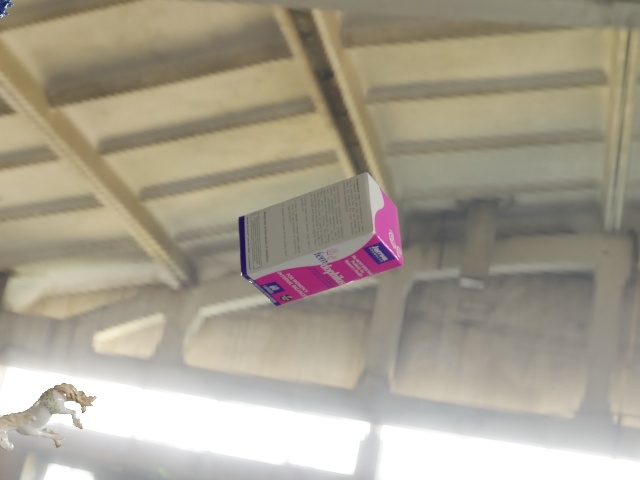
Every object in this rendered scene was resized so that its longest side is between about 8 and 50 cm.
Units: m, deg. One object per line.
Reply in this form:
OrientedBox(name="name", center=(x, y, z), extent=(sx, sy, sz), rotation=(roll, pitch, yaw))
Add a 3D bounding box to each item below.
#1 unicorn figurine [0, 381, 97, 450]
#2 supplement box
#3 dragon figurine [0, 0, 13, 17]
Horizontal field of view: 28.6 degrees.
OrientedBox(name="unicorn figurine", center=(-0.410, 0.263, 1.825), extent=(0.111, 0.162, 0.060), rotation=(38, 0, -42))
OrientedBox(name="supplement box", center=(0.000, 0.000, 1.873), extent=(0.220, 0.114, 0.111), rotation=(-20, -37, 20))
OrientedBox(name="dragon figurine", center=(-0.317, -0.341, 1.295), extent=(0.085, 0.289, 0.144), rotation=(30, -3, -30))
